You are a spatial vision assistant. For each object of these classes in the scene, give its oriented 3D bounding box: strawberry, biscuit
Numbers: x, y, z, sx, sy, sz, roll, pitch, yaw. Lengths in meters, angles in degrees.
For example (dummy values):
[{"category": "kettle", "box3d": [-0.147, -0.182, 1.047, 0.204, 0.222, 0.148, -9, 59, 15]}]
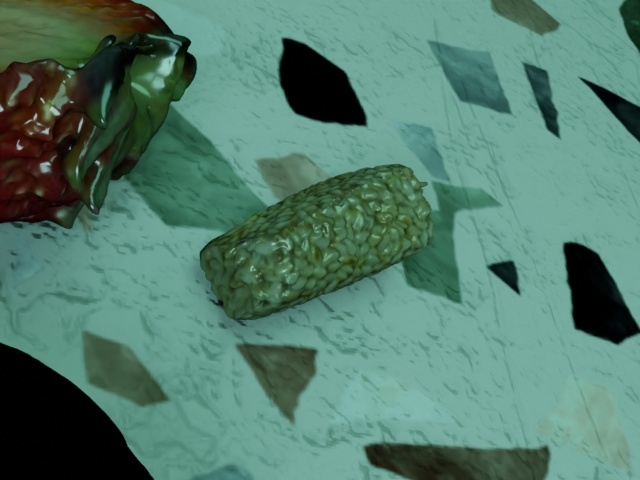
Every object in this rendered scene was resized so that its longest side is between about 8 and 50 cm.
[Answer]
[{"category": "strawberry", "box3d": [-0.236, -0.090, 0.789, 0.306, 0.138, 0.233, 11, 23, 7]}, {"category": "biscuit", "box3d": [0.000, 0.000, 0.883, 0.168, 0.082, 0.070, -25, 95, -45]}]

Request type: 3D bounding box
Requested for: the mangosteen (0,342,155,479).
[{"category": "mangosteen", "box3d": [-0.153, 0.171, 0.517, 0.287, 0.233, 0.287, 25, 15, -7]}]
